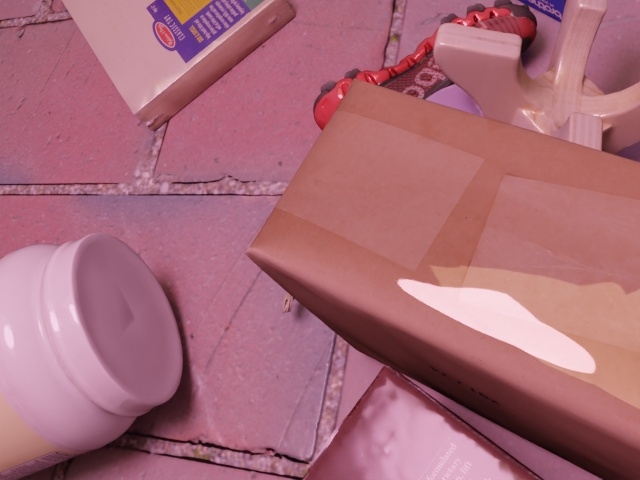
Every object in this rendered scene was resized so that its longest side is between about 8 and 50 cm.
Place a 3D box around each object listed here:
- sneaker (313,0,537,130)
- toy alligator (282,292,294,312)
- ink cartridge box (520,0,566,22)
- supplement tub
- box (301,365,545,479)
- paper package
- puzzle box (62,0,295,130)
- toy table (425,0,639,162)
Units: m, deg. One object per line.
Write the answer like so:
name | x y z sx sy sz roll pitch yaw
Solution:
sneaker | 0.134 -0.167 0.809 0.276 0.097 0.135 -28 65 6
toy alligator | 0.000 0.000 0.818 0.051 0.056 0.189 17 70 -14
ink cartridge box | 0.226 -0.348 0.850 0.046 0.097 0.207 -46 58 -2
supplement tub | -0.346 0.144 0.789 0.325 0.235 0.235 -24 60 12
box | 0.105 0.244 0.591 0.203 0.167 0.168 34 84 32
paper package | 0.153 0.052 0.574 0.325 0.309 0.168 24 76 29
puzzle box | -0.249 -0.383 1.096 0.272 0.052 0.409 -38 58 3
toy table | 0.227 -0.116 0.653 0.275 0.161 0.252 1 64 -1
